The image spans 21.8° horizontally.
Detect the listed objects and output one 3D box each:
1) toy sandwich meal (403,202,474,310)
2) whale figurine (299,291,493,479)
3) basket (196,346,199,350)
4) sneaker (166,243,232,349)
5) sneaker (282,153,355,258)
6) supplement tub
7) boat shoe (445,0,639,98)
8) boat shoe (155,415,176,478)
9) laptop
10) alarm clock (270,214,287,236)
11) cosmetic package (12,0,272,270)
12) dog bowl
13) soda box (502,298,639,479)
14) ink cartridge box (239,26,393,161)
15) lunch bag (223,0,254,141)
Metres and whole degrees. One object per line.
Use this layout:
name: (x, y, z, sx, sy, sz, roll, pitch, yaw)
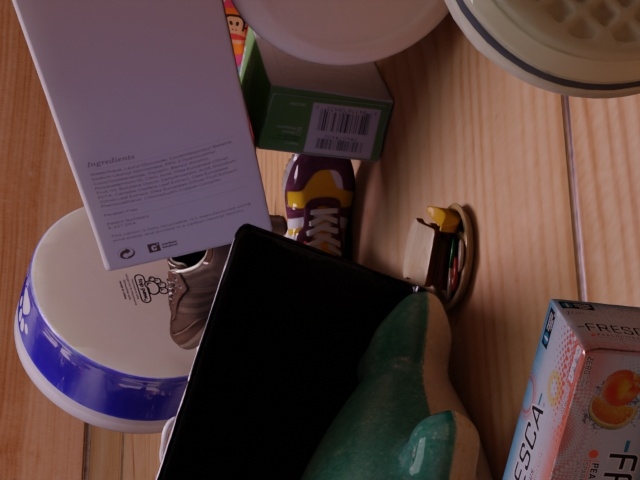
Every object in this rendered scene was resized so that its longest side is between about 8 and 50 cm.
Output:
toy sandwich meal: (0.084, 0.010, 1.187, 0.085, 0.029, 0.086, -174, 90, -77)
whale figurine: (0.035, 0.165, 1.092, 0.216, 0.141, 0.272, 115, 159, -56)
basket: (-0.060, 0.100, 1.602, 0.113, 0.103, 0.167, 109, 162, -46)
sneaker: (-0.109, 0.030, 1.490, 0.188, 0.071, 0.066, -51, 19, 48)
sneaker: (0.000, 0.000, 1.492, 0.084, 0.069, 0.186, -113, 24, -47)
supplement tub: (0.003, -0.273, 1.296, 0.272, 0.191, 0.191, -105, 25, -57)
boat shoe: (0.120, -0.237, 0.837, 0.156, 0.186, 0.500, 103, 171, -48)
boat shoe: (-0.107, 0.249, 1.620, 0.367, 0.156, 0.136, -132, 49, -72)
laptop: (-0.097, 0.177, 1.245, 0.408, 0.236, 0.382, 16, 87, 63)
alarm clock: (-0.072, 0.044, 1.777, 0.192, 0.064, 0.129, -114, 32, -58)
cosmetic package: (-0.151, -0.170, 1.307, 0.366, 0.155, 0.197, 81, 175, -51)
dog bowl: (-0.207, 0.083, 1.880, 0.104, 0.264, 0.265, 113, 158, -46)
soda box: (0.134, 0.125, 0.870, 0.063, 0.058, 0.183, -112, 31, -63)
ink cartridge box: (-0.011, -0.147, 1.485, 0.209, 0.109, 0.062, -108, 28, -59)
lunch bag: (-0.151, -0.182, 2.067, 0.258, 0.120, 0.293, -106, 25, -59)
